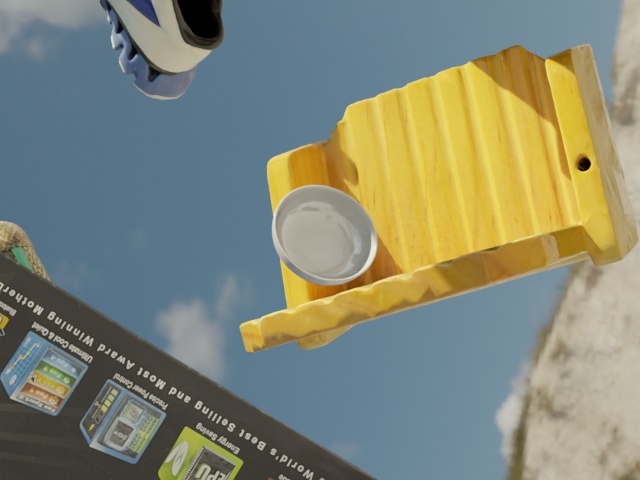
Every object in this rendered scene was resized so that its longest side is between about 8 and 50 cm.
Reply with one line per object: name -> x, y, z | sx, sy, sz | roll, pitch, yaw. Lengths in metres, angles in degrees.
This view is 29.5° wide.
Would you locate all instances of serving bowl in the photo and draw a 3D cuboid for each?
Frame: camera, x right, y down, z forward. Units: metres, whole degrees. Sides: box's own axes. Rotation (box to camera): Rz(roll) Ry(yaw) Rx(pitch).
serving bowl -> 0.000, 0.000, 0.925 | 0.083, 0.083, 0.027 | -59, 3, -36

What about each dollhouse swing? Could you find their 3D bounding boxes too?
dollhouse swing -> 0.086, -0.056, 1.180 | 0.305, 0.346, 0.315 | 21, -125, -59

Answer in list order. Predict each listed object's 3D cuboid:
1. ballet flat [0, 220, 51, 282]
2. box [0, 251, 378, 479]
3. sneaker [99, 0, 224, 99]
ballet flat -> -0.447, 0.171, 1.403 | 0.483, 0.182, 0.164 | -44, -15, 35
box -> -0.214, 0.156, 0.597 | 0.318, 0.395, 0.097 | -58, 0, -11
sneaker -> -0.207, -0.340, 1.461 | 0.316, 0.182, 0.127 | 56, -133, -9
